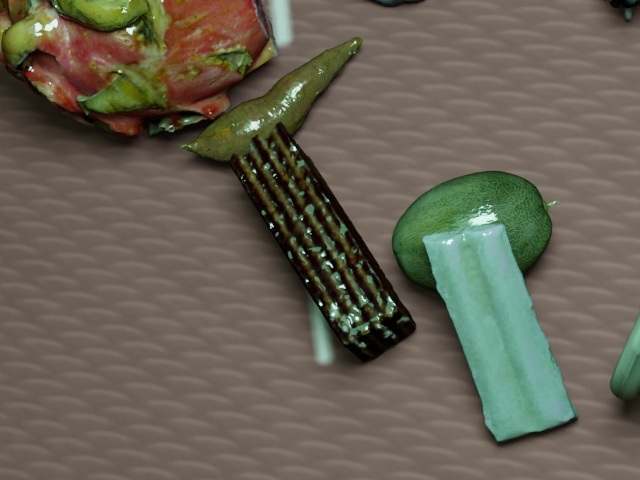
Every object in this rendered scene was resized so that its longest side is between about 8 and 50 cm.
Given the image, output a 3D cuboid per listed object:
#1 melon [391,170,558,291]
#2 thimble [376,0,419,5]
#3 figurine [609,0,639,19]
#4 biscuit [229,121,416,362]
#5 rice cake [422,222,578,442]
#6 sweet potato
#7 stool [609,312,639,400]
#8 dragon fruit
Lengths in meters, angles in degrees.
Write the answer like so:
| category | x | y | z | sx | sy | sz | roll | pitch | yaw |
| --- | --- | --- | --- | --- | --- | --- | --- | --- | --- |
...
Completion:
| category | x | y | z | sx | sy | sz | roll | pitch | yaw |
| --- | --- | --- | --- | --- | --- | --- | --- | --- | --- |
| melon | 0.152 | -0.009 | 1.375 | 0.167 | 0.114 | 0.114 | -21 | 71 | 9 |
| thimble | 0.078 | -0.330 | 1.493 | 0.150 | 0.098 | 0.150 | -3 | 73 | 11 |
| figurine | 0.320 | -0.308 | 1.420 | 0.126 | 0.147 | 0.192 | -3 | 53 | 31 |
| biscuit | 0.000 | 0.000 | 1.410 | 0.070 | 0.106 | 0.252 | -34 | 69 | 3 |
| rice cake | 0.168 | 0.085 | 1.324 | 0.085 | 0.040 | 0.226 | -19 | 106 | 10 |
| sweet potato | -0.040 | -0.136 | 1.483 | 0.226 | 0.068 | 0.068 | -33 | 70 | -5 |
| stool | 0.385 | 0.089 | 1.257 | 0.199 | 0.195 | 0.195 | 25 | 81 | 13 |
| dragon fruit | -0.207 | -0.239 | 1.452 | 0.291 | 0.269 | 0.250 | -14 | 62 | 5 |
